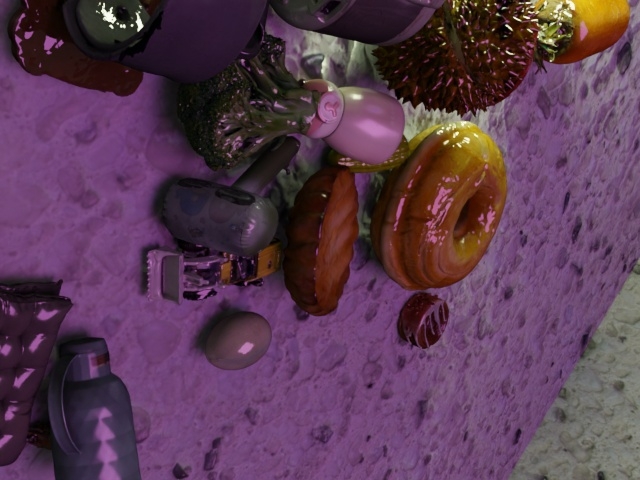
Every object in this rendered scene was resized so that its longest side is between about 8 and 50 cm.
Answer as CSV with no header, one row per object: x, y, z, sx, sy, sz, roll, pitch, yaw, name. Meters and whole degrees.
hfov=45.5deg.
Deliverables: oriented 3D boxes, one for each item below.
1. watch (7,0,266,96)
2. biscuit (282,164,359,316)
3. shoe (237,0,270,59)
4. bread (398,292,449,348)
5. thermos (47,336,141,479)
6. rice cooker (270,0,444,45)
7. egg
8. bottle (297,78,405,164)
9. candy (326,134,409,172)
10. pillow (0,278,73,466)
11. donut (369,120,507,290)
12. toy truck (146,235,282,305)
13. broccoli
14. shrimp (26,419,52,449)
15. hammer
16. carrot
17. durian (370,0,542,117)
-0.234,-0.347,1.051,0.314,0.327,0.335,9,104,-49,watch
0.000,0.000,1.603,0.326,0.107,0.325,10,90,-77,biscuit
-0.133,-0.399,1.224,0.108,0.241,0.093,15,139,-18,shoe
0.290,0.224,2.130,0.160,0.073,0.160,-24,127,-37,bread
-0.406,0.315,1.319,0.182,0.145,0.286,-17,100,-78,thermos
0.067,-0.491,1.339,0.277,0.288,0.288,-2,111,-43,rice cooker
-0.171,0.209,1.583,0.152,0.114,0.114,-30,130,-35,egg
0.039,-0.247,1.523,0.237,0.147,0.147,13,100,-33,bottle
0.100,-0.193,1.688,0.210,0.097,0.096,-16,121,-35,candy
-0.541,0.209,1.192,0.228,0.101,0.326,13,102,-51,pillow
0.302,-0.078,1.888,0.449,0.198,0.448,-28,131,-39,donut
-0.196,0.046,1.472,0.286,0.111,0.136,-17,120,-42,toy truck
-0.126,-0.239,1.315,0.269,0.242,0.261,-115,-141,-83,broccoli
-0.464,0.341,1.389,0.180,0.041,0.099,16,95,-49,shrimp
-0.133,-0.103,1.439,0.335,0.207,0.118,-51,151,-44,hammer
0.647,-0.564,2.013,0.331,0.214,0.193,-27,99,-42,carrot
0.277,-0.409,1.566,0.347,0.348,0.384,-65,157,1,durian
